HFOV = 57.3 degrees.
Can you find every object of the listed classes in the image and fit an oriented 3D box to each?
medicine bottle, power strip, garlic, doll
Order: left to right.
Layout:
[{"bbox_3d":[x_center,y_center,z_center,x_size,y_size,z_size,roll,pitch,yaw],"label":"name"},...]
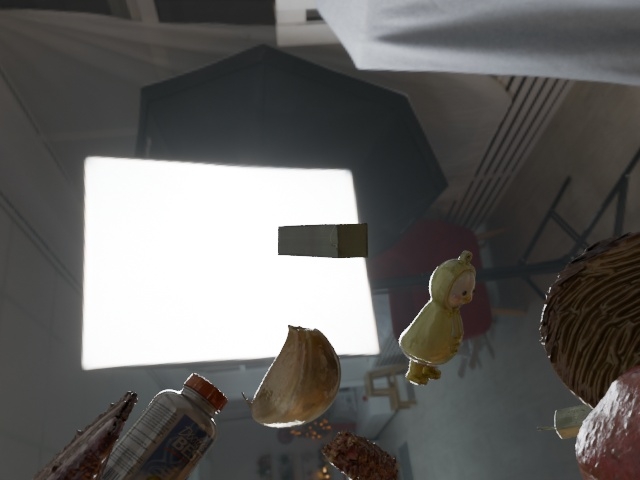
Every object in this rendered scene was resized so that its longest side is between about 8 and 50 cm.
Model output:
[{"bbox_3d":[-0.312,0.411,1.176,0.289,0.157,0.157,-51,-17,-26],"label":"medicine bottle"},{"bbox_3d":[-0.054,0.288,1.174,0.164,0.145,0.245,44,110,24],"label":"garlic"},{"bbox_3d":[0.249,0.157,1.191,0.117,0.141,0.296,43,123,39],"label":"doll"},{"bbox_3d":[0.680,0.498,1.601,0.042,0.175,0.075,54,-147,-17],"label":"power strip"}]

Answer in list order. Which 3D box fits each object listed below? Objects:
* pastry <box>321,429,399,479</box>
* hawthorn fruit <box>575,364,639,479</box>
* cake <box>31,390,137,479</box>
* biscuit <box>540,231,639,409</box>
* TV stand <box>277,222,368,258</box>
[{"bbox_3d":[0.066,0.327,0.874,0.087,0.063,0.169,30,167,39],"label":"pastry"},{"bbox_3d":[0.394,0.230,0.562,0.300,0.254,0.254,31,-129,-75],"label":"hawthorn fruit"},{"bbox_3d":[-0.333,0.334,0.797,0.295,0.113,0.116,-51,13,12],"label":"cake"},{"bbox_3d":[0.481,0.117,0.836,0.040,0.318,0.318,49,-158,-44],"label":"biscuit"},{"bbox_3d":[0.000,0.000,1.388,0.269,0.088,0.083,2,91,56],"label":"TV stand"}]
